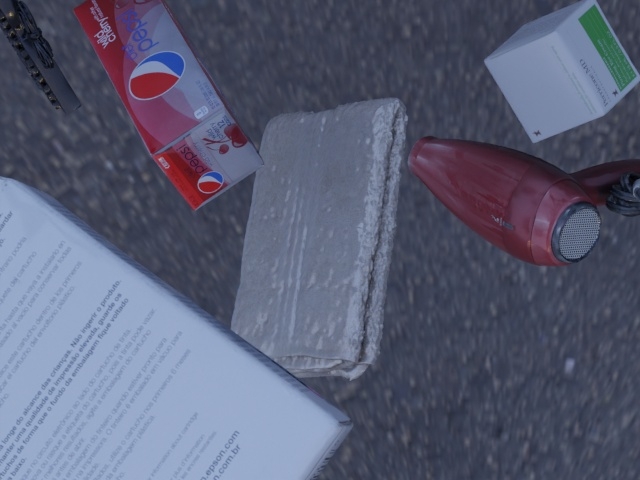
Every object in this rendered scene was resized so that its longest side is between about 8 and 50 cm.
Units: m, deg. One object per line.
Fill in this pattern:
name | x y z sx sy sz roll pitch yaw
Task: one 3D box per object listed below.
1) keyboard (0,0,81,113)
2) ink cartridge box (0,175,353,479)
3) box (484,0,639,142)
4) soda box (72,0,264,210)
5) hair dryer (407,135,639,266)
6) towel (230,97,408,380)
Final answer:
keyboard | -0.266 -0.187 1.656 0.023 0.180 0.108 -38 35 -12
ink cartridge box | -0.204 0.146 1.166 0.330 0.071 0.324 36 92 11
box | 0.240 -0.169 1.892 0.087 0.102 0.101 -42 104 -41
soda box | -0.148 -0.150 1.822 0.083 0.092 0.263 -34 44 2
hair dryer | 0.211 -0.029 1.554 0.294 0.223 0.080 14 105 9
towel | 0.000 0.000 1.884 0.187 0.049 0.282 -5 71 45
